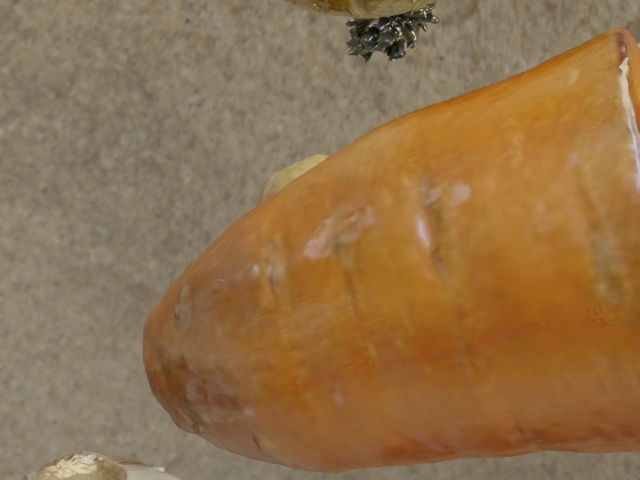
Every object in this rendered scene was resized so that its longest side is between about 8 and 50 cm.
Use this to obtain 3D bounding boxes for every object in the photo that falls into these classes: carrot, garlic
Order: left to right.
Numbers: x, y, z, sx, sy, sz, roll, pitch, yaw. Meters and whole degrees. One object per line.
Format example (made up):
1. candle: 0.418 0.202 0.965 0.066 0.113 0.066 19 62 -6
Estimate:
1. garlic: -0.235 0.316 1.204 0.207 0.256 0.207 34 152 20
2. carrot: 0.040 0.029 0.474 0.225 0.159 0.159 -19 118 15

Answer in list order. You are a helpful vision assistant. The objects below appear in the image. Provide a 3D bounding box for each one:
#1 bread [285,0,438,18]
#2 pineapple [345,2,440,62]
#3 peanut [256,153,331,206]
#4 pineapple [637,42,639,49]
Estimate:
1. bread: 0.025 -0.329 0.968 0.305 0.159 0.305 4 99 22
2. pineapple: 0.097 -0.301 1.259 0.158 0.158 0.278 22 112 -5
3. peanut: 0.000 0.000 1.142 0.129 0.224 0.129 3 130 3
4. pineapple: 0.316 -0.127 1.117 0.069 0.116 0.137 42 138 33
